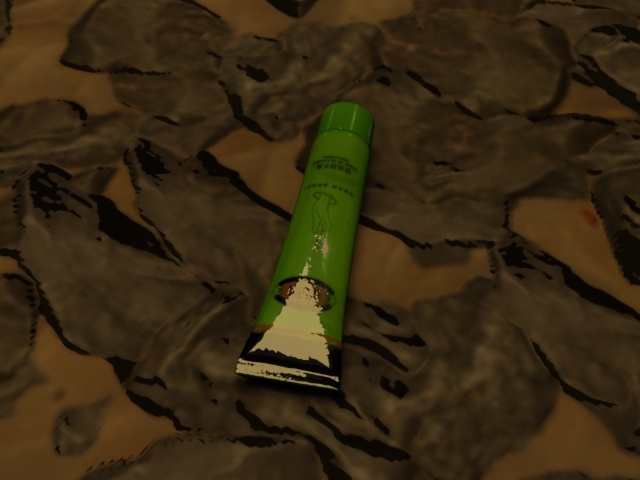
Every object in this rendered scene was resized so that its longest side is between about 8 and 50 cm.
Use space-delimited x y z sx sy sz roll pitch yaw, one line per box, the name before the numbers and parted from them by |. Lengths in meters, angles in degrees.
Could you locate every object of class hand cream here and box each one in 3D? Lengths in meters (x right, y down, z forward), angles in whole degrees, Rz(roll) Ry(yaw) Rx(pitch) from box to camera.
hand cream | 0.000 0.000 0.386 0.036 0.023 0.122 10 56 5
